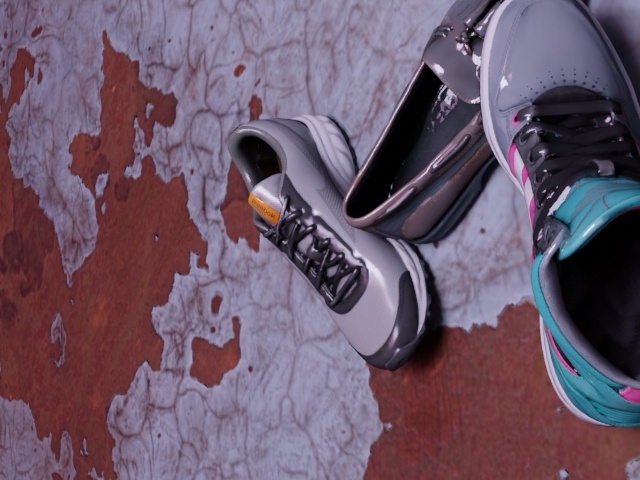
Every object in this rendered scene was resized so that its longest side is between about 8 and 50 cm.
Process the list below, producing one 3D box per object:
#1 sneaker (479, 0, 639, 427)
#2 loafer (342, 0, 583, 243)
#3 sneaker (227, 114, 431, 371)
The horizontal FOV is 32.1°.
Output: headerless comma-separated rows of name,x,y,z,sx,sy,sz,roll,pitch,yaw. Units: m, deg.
sneaker,0.167,-0.031,0.669,0.178,0.123,0.296,89,169,-83
loafer,0.103,-0.105,0.839,0.096,0.084,0.268,53,128,38
sneaker,0.000,0.000,0.953,0.100,0.108,0.272,-54,52,34
